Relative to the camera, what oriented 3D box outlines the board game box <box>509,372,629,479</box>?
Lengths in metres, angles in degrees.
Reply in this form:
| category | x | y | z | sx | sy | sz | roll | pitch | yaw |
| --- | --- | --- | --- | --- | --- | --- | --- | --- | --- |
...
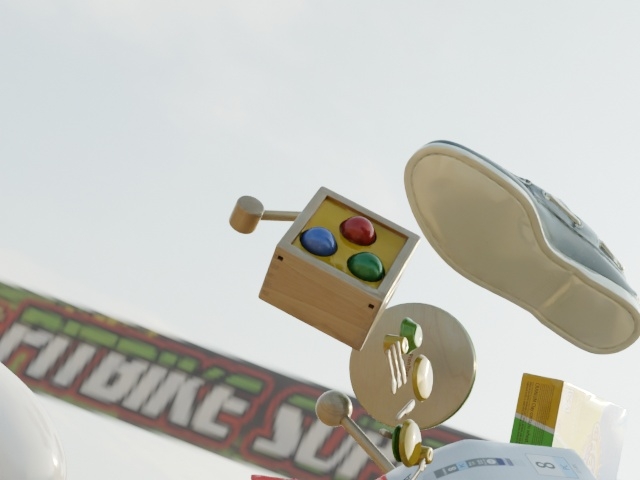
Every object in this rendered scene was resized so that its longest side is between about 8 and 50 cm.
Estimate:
| category | x | y | z | sx | sy | sz | roll | pitch | yaw |
| --- | --- | --- | --- | --- | --- | --- | --- | --- | --- |
| board game box | 0.358 | 0.339 | 1.890 | 0.064 | 0.242 | 0.316 | 7 | -10 | 31 |

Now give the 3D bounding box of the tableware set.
| category | x | y | z | sx | sy | sz | roll | pitch | yaw |
| --- | --- | --- | --- | --- | --- | --- | --- | --- | --- |
| tableware set | 0.087 | 0.161 | 1.301 | 0.024 | 0.104 | 0.154 | -3 | -74 | 28 |

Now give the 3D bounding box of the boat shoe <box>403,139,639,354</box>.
| category | x | y | z | sx | sy | sz | roll | pitch | yaw |
| --- | --- | --- | --- | --- | --- | --- | --- | --- | --- |
| boat shoe | 0.214 | -0.004 | 1.363 | 0.319 | 0.099 | 0.116 | 38 | -58 | -16 |

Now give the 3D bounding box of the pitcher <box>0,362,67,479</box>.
| category | x | y | z | sx | sy | sz | roll | pitch | yaw |
| --- | --- | --- | --- | --- | --- | --- | --- | --- | --- |
| pitcher | -0.309 | 0.160 | 1.040 | 0.125 | 0.178 | 0.207 | 10 | -55 | 57 |

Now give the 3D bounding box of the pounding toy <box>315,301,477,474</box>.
| category | x | y | z | sx | sy | sz | roll | pitch | yaw |
| --- | --- | --- | --- | --- | --- | --- | --- | --- | --- |
| pounding toy | 0.126 | 0.209 | 1.858 | 0.183 | 0.237 | 0.110 | 38 | 0 | 22 |

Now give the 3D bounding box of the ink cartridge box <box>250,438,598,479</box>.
| category | x | y | z | sx | sy | sz | roll | pitch | yaw |
| --- | --- | --- | --- | --- | --- | --- | --- | --- | --- |
| ink cartridge box | 0.139 | 0.308 | 1.344 | 0.385 | 0.091 | 0.308 | 9 | 19 | -14 |

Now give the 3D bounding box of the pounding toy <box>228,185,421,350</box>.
| category | x | y | z | sx | sy | sz | roll | pitch | yaw |
| --- | --- | --- | --- | --- | --- | --- | --- | --- | --- |
| pounding toy | -0.002 | -0.008 | 1.423 | 0.206 | 0.181 | 0.094 | 28 | -49 | 7 |
